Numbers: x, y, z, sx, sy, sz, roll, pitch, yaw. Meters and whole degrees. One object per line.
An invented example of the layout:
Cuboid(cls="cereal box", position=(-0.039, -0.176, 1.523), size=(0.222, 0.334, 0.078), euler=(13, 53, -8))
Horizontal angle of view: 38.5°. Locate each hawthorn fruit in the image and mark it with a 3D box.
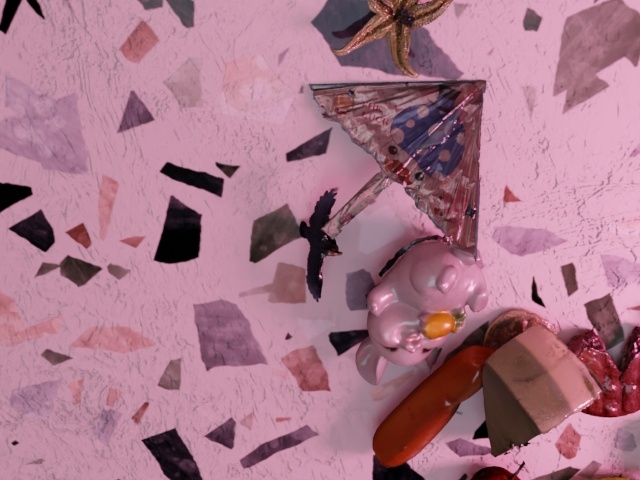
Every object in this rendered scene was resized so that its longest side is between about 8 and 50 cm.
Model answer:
Cuboid(cls="hawthorn fruit", position=(0.367, 0.527, 1.859), size=(0.157, 0.157, 0.194), euler=(19, 107, -9))

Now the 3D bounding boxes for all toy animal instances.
Cuboid(cls="toy animal", position=(0.176, 0.130, 1.649), size=(0.209, 0.154, 0.325), euler=(-8, 142, -18))
Cuboid(cls="toy animal", position=(0.000, 0.000, 1.603), size=(0.062, 0.108, 0.220), euler=(2, 120, -12))

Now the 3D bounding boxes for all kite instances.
Cuboid(cls="kite", position=(0.142, -0.134, 1.516), size=(0.368, 0.014, 0.406), euler=(-44, 91, 3))

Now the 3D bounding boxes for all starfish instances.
Cuboid(cls="starfish", position=(0.112, -0.358, 1.436), size=(0.223, 0.050, 0.217), euler=(-32, 108, 5))

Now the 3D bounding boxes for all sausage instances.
Cuboid(cls="sausage", position=(0.214, 0.318, 1.767), size=(0.094, 0.097, 0.348), euler=(45, 118, 14))

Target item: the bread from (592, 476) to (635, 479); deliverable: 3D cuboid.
Cuboid(cls="bread", position=(0.613, 0.686, 1.847), size=(0.348, 0.307, 0.348), euler=(-1, 121, -2))

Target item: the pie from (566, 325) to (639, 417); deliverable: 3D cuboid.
Cuboid(cls="pie", position=(0.560, 0.250, 1.756), size=(0.219, 0.054, 0.204), euler=(6, 118, -4))

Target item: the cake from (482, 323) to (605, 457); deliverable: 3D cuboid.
Cuboid(cls="cake", position=(0.374, 0.287, 1.725), size=(0.158, 0.172, 0.283), euler=(-27, 163, -19))

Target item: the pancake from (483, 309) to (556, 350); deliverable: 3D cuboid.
Cuboid(cls="pancake", position=(0.378, 0.188, 1.741), size=(0.140, 0.022, 0.139), euler=(1, 119, 2))
